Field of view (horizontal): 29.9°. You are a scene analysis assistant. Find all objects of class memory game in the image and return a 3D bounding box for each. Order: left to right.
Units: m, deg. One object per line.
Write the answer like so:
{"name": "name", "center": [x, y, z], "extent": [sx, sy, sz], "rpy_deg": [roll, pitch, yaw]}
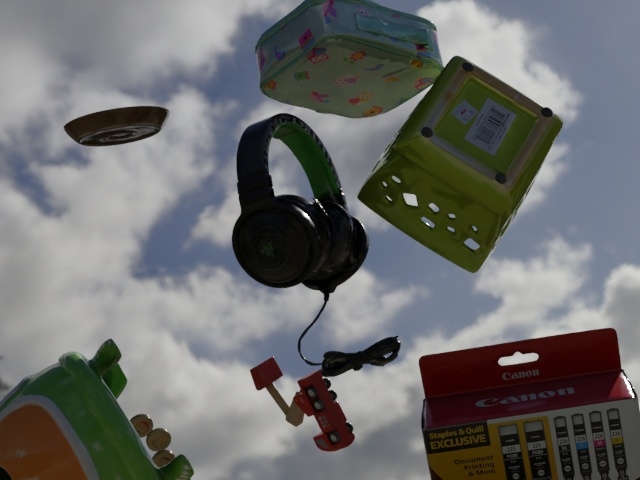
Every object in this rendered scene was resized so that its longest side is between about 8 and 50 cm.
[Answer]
{"name": "memory game", "center": [-0.297, 0.326, 1.725], "extent": [0.186, 0.012, 0.186], "rpy_deg": [-8, -65, -19]}

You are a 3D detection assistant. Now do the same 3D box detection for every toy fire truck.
{"name": "toy fire truck", "center": [-0.032, 0.287, 2.103], "extent": [0.135, 0.192, 0.047], "rpy_deg": [-26, 0, 44]}

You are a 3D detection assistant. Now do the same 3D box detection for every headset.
{"name": "headset", "center": [0.000, 0.000, 1.743], "extent": [0.185, 0.394, 0.243], "rpy_deg": [-16, -12, 27]}

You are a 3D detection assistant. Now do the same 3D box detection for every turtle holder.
{"name": "turtle holder", "center": [-0.295, 0.265, 1.413], "extent": [0.227, 0.243, 0.320], "rpy_deg": [-32, 8, -15]}

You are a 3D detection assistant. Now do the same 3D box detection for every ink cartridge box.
{"name": "ink cartridge box", "center": [0.309, 0.292, 1.760], "extent": [0.309, 0.272, 0.130], "rpy_deg": [-10, 12, 7]}

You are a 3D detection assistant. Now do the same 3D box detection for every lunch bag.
{"name": "lunch bag", "center": [0.054, -0.298, 1.938], "extent": [0.279, 0.108, 0.224], "rpy_deg": [7, -28, -39]}

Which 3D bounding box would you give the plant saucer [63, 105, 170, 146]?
{"name": "plant saucer", "center": [-0.317, -0.176, 1.887], "extent": [0.168, 0.029, 0.168], "rpy_deg": [-12, -5, -1]}

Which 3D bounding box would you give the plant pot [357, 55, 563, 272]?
{"name": "plant pot", "center": [0.219, -0.125, 1.797], "extent": [0.228, 0.227, 0.207], "rpy_deg": [-56, -3, -26]}
